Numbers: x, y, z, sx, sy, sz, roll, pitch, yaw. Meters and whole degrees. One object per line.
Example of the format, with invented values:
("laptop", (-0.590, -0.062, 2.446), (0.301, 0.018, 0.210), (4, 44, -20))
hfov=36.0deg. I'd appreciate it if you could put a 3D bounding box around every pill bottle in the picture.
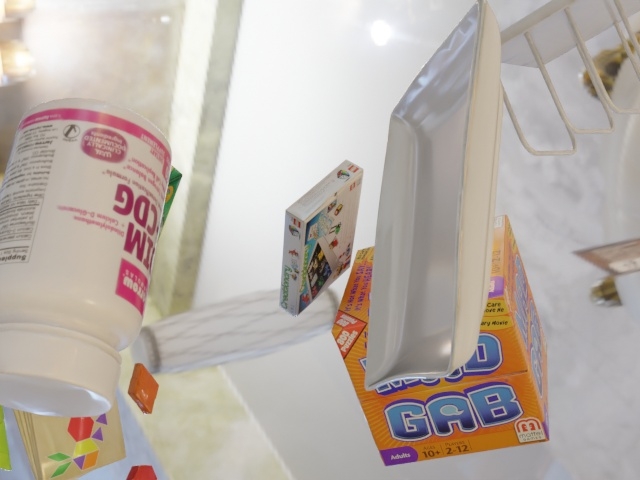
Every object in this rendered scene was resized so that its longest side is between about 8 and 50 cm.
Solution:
("pill bottle", (-0.244, 0.018, 0.964), (0.160, 0.160, 0.283), (-39, -141, 56))

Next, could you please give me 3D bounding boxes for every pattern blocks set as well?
("pattern blocks set", (-0.337, 0.239, 1.330), (0.026, 0.285, 0.324), (-8, -95, 42))

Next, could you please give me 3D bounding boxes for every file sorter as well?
("file sorter", (0.401, -0.252, 1.355), (0.278, 0.193, 0.173), (-29, -103, 36))

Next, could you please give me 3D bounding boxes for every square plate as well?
("square plate", (0.114, -0.021, 1.013), (0.347, 0.049, 0.344), (132, -35, -76))

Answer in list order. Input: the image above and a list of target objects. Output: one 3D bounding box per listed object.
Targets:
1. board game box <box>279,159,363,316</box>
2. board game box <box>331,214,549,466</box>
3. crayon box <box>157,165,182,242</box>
("board game box", (0.000, 0.000, 2.025), (0.053, 0.193, 0.305), (33, -37, 22))
("board game box", (0.273, 0.212, 2.115), (0.357, 0.356, 0.356), (-13, -66, 18))
("crayon box", (-0.362, -0.058, 1.754), (0.165, 0.081, 0.278), (40, -48, 15))
